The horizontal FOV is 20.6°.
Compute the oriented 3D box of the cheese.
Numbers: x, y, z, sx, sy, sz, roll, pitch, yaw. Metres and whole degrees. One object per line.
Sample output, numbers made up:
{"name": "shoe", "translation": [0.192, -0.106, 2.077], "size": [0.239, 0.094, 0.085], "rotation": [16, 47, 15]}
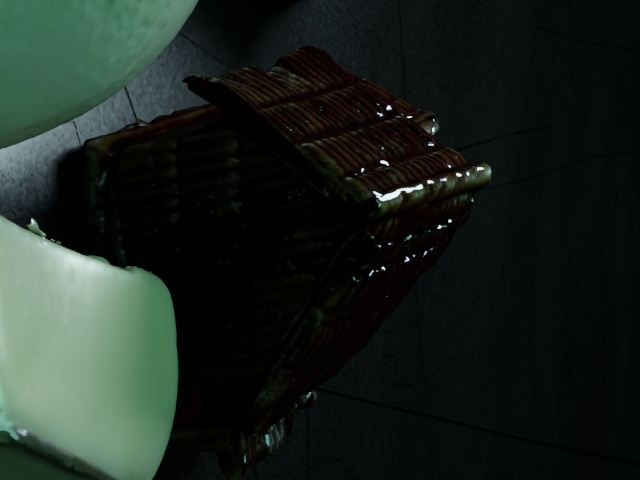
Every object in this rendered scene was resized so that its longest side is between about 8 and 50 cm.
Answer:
{"name": "cheese", "translation": [-0.200, 0.067, 1.125], "size": [0.266, 0.127, 0.233], "rotation": [35, 45, -53]}

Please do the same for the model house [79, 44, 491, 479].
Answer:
{"name": "model house", "translation": [0.000, 0.000, 1.340], "size": [0.317, 0.282, 0.297], "rotation": [-18, 92, -61]}

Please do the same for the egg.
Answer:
{"name": "egg", "translation": [-0.158, -0.209, 1.099], "size": [0.337, 0.201, 0.337], "rotation": [-178, -90, -81]}
